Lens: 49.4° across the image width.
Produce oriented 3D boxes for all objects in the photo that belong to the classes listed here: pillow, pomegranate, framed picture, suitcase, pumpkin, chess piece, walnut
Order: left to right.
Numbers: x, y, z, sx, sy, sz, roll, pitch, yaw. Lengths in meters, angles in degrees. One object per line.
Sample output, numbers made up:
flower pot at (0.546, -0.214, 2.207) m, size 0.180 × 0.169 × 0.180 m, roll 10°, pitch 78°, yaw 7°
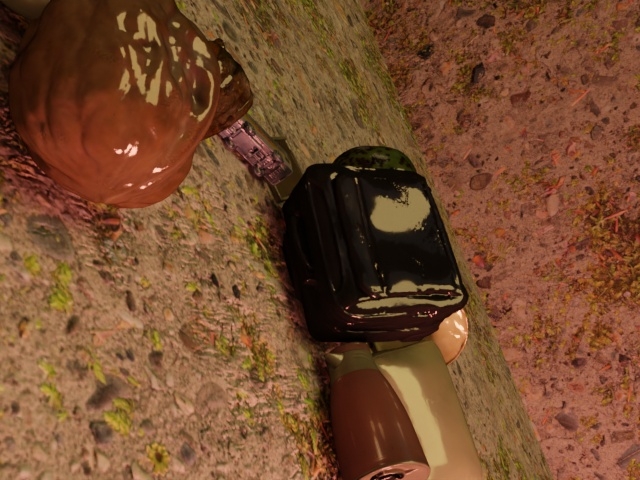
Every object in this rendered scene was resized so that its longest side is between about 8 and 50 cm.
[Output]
walnut at (-0.241, -0.169, 0.823) m, size 0.227 × 0.273 × 0.273 m, roll 16°, pitch 41°, yaw -19°
pumpkin at (-0.191, -0.295, 1.264) m, size 0.131 × 0.126 × 0.248 m, roll 51°, pitch 23°, yaw -38°
framed picture at (-0.086, -0.160, 1.536) m, size 0.150 × 0.015 × 0.203 m, roll 64°, pitch 20°, yaw -1°
pomegranate at (0.107, -0.115, 1.679) m, size 0.254 × 0.270 × 0.254 m, roll 180°, pitch -90°, yaw -84°
suitcase at (0.094, 0.025, 1.382) m, size 0.339 × 0.188 × 0.345 m, roll 1°, pitch 61°, yaw -26°
chess piece at (0.232, 0.115, 1.743) m, size 0.234 × 0.234 × 0.442 m, roll 58°, pitch 15°, yaw -19°
pillow at (0.209, 0.373, 1.426) m, size 0.255 × 0.119 × 0.322 m, roll -4°, pitch 72°, yaw -45°

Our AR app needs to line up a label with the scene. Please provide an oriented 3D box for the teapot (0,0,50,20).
teapot at (-0.296, -0.392, 0.935) m, size 0.318 × 0.149 × 0.220 m, roll -19°, pitch 88°, yaw -28°

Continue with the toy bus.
toy bus at (-0.135, -0.193, 1.373) m, size 0.190 × 0.064 × 0.075 m, roll 43°, pitch 23°, yaw -37°

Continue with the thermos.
thermos at (0.090, 0.311, 1.234) m, size 0.176 × 0.146 × 0.265 m, roll 31°, pitch 30°, yaw -40°
